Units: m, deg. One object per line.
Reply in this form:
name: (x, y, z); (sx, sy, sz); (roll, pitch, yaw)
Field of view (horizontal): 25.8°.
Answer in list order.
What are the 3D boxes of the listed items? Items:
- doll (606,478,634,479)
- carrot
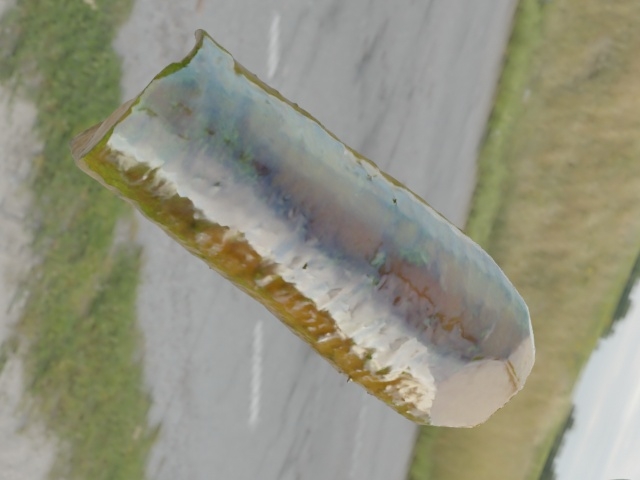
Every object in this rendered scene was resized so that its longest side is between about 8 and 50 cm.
doll: (0.223, 0.275, 1.086); (0.384, 0.099, 0.188); (-32, 111, -35)
carrot: (0.000, 0.000, 0.795); (0.114, 0.302, 0.114); (-38, -151, 26)
